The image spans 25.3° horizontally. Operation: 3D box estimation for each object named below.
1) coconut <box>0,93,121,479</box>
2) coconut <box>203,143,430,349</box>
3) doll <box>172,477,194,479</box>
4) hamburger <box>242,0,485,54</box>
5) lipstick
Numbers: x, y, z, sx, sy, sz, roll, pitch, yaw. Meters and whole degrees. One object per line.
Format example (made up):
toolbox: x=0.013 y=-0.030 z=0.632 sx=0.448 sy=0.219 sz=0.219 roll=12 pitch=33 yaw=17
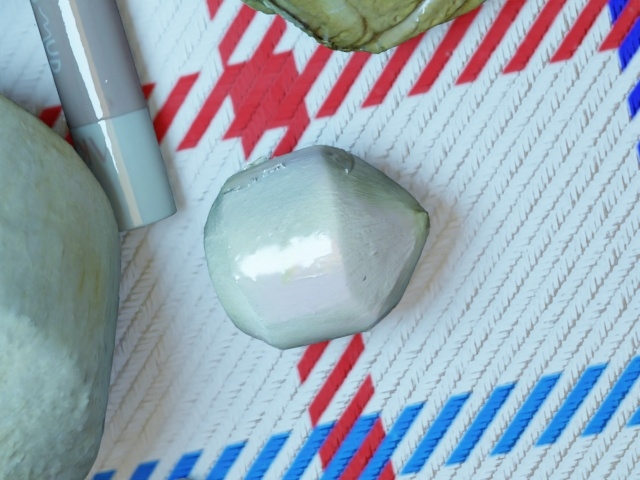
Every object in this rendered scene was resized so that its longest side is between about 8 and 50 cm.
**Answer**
coconut: x=-0.341 y=0.049 z=1.116 sx=0.344 sy=0.415 sz=0.415 roll=-39 pitch=97 yaw=25
coconut: x=0.000 y=0.000 z=1.181 sx=0.182 sy=0.171 sz=0.171 roll=-21 pitch=99 yaw=9
doll: x=-0.203 y=0.434 z=1.210 sx=0.187 sy=0.366 sz=0.376 roll=23 pitch=118 yaw=-41
hamburger: x=0.039 y=-0.261 z=1.078 sx=0.259 sy=0.283 sz=0.145 roll=-34 pitch=57 yaw=9
lipstick: x=-0.190 y=-0.136 z=1.208 sx=0.070 sy=0.070 sz=0.255 roll=-15 pitch=99 yaw=5
